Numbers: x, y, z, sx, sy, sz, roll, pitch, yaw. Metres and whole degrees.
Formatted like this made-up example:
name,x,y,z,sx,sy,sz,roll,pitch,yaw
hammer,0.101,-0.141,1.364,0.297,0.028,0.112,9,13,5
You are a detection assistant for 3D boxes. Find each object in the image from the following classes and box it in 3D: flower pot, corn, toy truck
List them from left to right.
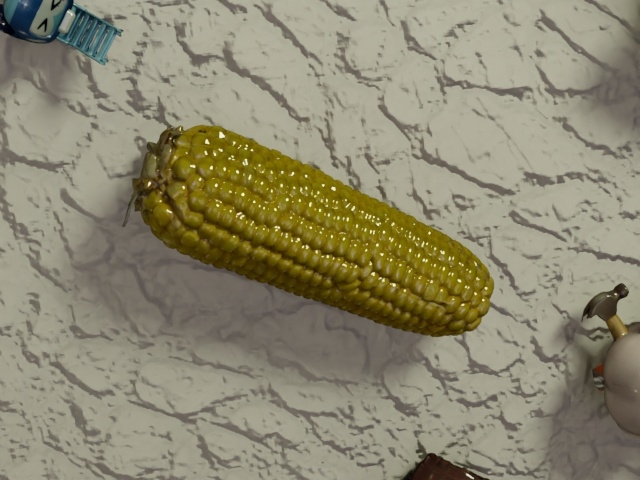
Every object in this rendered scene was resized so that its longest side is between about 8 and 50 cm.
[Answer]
name,x,y,z,sx,sy,sz,roll,pitch,yaw
toy truck,-0.190,-0.163,0.658,0.090,0.073,0.056,26,97,-15
corn,0.000,0.000,0.718,0.305,0.106,0.106,23,98,-16
flower pot,0.109,0.243,0.802,0.111,0.111,0.089,26,83,-15

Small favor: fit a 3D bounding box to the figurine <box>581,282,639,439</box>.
name,x,y,z,sx,sy,sz,roll,pitch,yaw
figurine,0.332,0.131,0.808,0.229,0.112,0.137,23,120,-16
